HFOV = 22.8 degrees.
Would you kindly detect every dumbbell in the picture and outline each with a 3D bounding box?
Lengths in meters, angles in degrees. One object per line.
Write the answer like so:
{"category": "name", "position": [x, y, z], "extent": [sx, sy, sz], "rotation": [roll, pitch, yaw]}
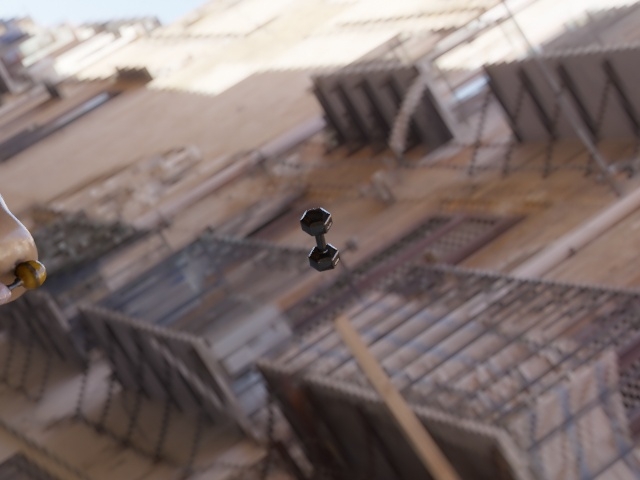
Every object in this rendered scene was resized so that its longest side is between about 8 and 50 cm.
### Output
{"category": "dumbbell", "position": [0.000, 0.000, 2.001], "extent": [0.036, 0.040, 0.083], "rotation": [-102, 180, -52]}

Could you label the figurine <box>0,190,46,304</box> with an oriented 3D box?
{"category": "figurine", "position": [-0.380, 0.047, 1.647], "extent": [0.287, 0.186, 0.176], "rotation": [-87, -171, -48]}
